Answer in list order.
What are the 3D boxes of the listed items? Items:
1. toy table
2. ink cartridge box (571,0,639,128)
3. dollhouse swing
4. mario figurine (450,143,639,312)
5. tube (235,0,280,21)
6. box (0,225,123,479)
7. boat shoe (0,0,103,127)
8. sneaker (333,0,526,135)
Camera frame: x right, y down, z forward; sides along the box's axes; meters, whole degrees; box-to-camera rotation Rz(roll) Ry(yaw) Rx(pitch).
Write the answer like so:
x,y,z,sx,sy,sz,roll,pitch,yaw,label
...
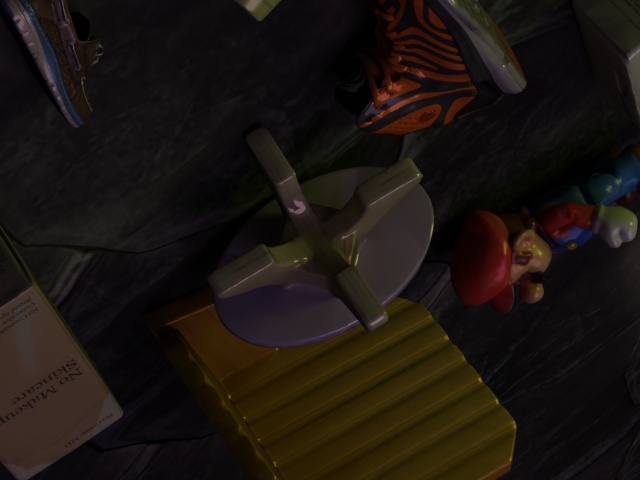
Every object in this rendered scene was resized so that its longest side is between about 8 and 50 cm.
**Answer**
x,y,z,sx,sy,sz,roll,pitch,yaw,label
0.000,0.000,1.740,0.274,0.252,0.161,-43,168,-9,toy table
0.456,-0.289,1.921,0.273,0.114,0.197,-38,151,-1,ink cartridge box
0.035,0.182,1.883,0.305,0.347,0.315,-34,150,-4,dollhouse swing
0.320,0.005,2.130,0.320,0.170,0.198,-31,151,-16,mario figurine
0.002,-0.311,1.471,0.240,0.062,0.070,-46,-170,5,tube
-0.329,0.115,1.631,0.148,0.121,0.311,-34,150,-8,box
-0.228,-0.170,1.404,0.066,0.066,0.183,-34,150,-10,boat shoe
0.077,-0.205,1.629,0.180,0.125,0.321,-30,138,15,sneaker
